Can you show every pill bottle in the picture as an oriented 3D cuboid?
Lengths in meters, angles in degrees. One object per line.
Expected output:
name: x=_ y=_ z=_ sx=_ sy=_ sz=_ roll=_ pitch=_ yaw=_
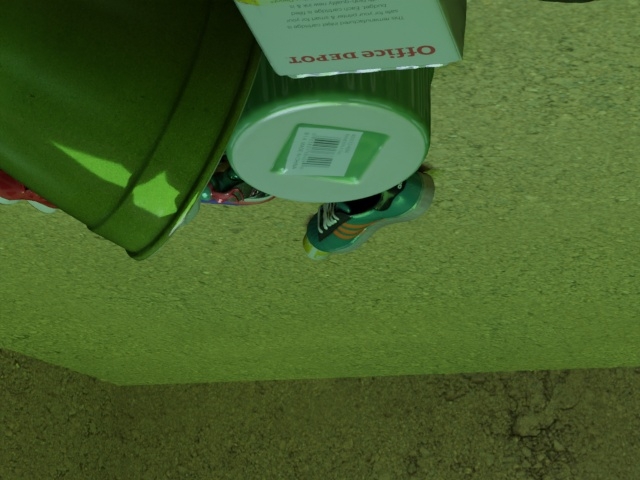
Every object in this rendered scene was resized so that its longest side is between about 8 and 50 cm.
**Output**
pill bottle: x=0.000 y=0.000 z=2.679 sx=0.065 sy=0.065 sz=0.116 roll=8 pitch=163 yaw=-8

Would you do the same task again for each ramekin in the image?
ramekin: x=0.007 y=-0.174 z=1.857 sx=0.303 sy=0.148 sz=0.303 roll=-2 pitch=152 yaw=-1

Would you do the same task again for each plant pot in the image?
plant pot: x=-0.307 y=-0.211 z=1.686 sx=0.353 sy=0.366 sz=0.366 roll=25 pitch=157 yaw=-19

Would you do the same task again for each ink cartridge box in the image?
ink cartridge box: x=0.014 y=-0.314 z=1.469 sx=0.226 sy=0.131 sz=0.306 roll=-1 pitch=154 yaw=18

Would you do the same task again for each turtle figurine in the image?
turtle figurine: x=-0.130 y=-0.116 z=2.067 sx=0.175 sy=0.118 sz=0.234 roll=-4 pitch=-164 yaw=42

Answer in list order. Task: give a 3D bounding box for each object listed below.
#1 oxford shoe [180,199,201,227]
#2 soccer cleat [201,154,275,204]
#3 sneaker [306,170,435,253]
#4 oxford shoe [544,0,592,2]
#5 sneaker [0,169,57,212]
oxford shoe: x=-0.341 y=-0.149 z=2.139 sx=0.169 sy=0.130 sz=0.449 roll=-35 pitch=138 yaw=17
soccer cleat: x=-0.222 y=-0.105 z=2.347 sx=0.318 sy=0.108 sz=0.116 roll=4 pitch=167 yaw=-2
sneaker: x=0.056 y=-0.064 z=2.402 sx=0.121 sy=0.108 sz=0.302 roll=18 pitch=151 yaw=-34
oxford shoe: x=0.230 y=-0.312 z=1.562 sx=0.227 sy=0.082 sz=0.096 roll=19 pitch=163 yaw=-34
sneaker: x=-0.497 y=-0.110 z=2.485 sx=0.128 sy=0.087 sz=0.221 roll=-13 pitch=169 yaw=26
